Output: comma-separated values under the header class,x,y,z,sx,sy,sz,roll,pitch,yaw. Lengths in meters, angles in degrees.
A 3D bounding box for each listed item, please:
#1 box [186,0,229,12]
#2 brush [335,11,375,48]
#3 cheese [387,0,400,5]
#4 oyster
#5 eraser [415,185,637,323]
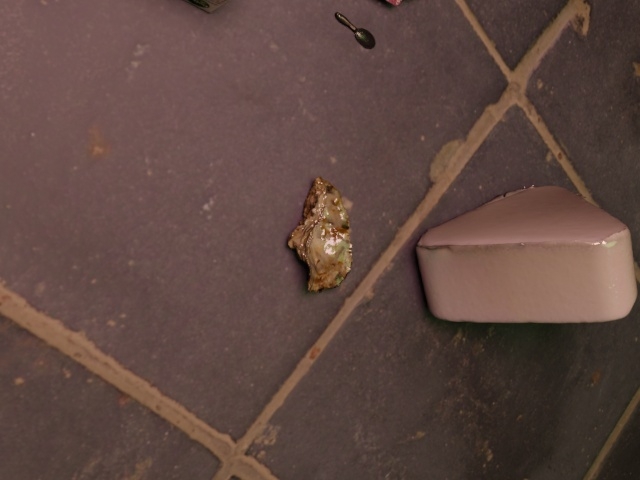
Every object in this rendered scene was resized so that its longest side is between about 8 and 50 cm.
class,x,y,z,sx,sy,sz,roll,pitch,yaw
box,-0.185,-0.355,0.723,0.194,0.139,0.073,17,89,-31
brush,0.054,-0.322,0.938,0.083,0.008,0.024,31,86,-30
cheese,0.136,-0.478,0.928,0.155,0.062,0.244,21,87,-28
oyster,0.001,-0.008,0.937,0.105,0.056,0.177,-18,108,-38
eraser,0.319,0.032,1.034,0.331,0.331,0.149,-22,110,-25
